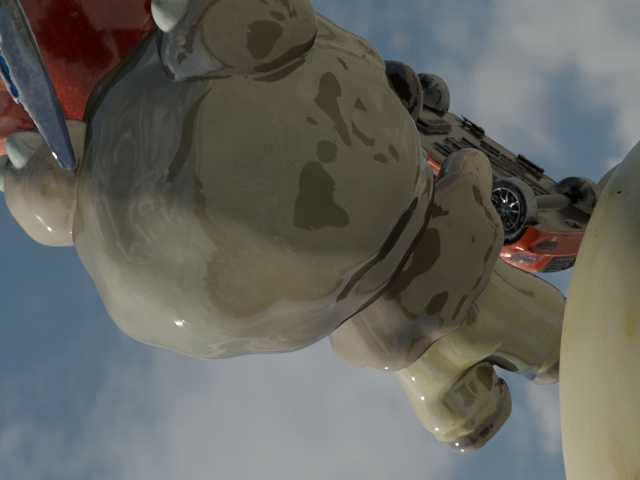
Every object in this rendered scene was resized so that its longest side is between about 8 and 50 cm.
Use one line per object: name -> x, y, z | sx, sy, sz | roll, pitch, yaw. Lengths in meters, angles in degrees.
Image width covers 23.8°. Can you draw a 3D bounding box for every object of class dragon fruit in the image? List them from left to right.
dragon fruit -> -0.208, -0.165, 1.169 | 0.250, 0.250, 0.315 | -35, -48, -48

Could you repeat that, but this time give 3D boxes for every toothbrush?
toothbrush -> -0.186, -0.202, 0.675 | 0.042, 0.035, 0.413 | -25, -57, -11

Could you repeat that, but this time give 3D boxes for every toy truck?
toy truck -> 0.097, -0.040, 1.175 | 0.107, 0.253, 0.114 | -4, -55, -47

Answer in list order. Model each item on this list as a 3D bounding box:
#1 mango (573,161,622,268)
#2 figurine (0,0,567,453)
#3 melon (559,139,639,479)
mango -> 0.290, 0.015, 1.367 | 0.137, 0.091, 0.237 | 37, -133, -3
figurine -> 0.001, 0.000, 0.927 | 0.380, 0.248, 0.203 | 35, -143, -31
melon -> 0.201, 0.090, 0.524 | 0.223, 0.223, 0.317 | -8, -103, -51
